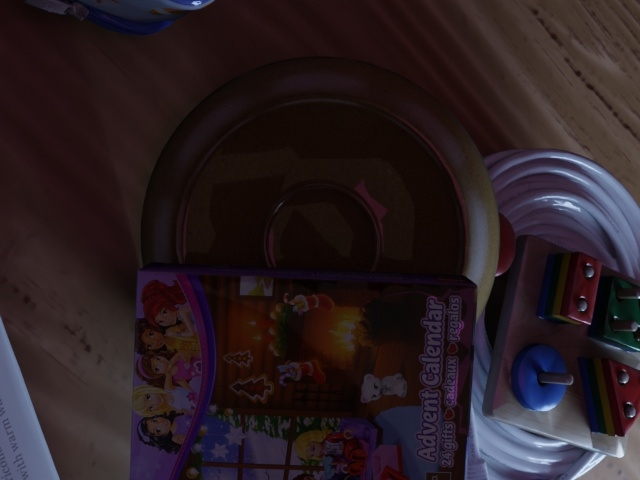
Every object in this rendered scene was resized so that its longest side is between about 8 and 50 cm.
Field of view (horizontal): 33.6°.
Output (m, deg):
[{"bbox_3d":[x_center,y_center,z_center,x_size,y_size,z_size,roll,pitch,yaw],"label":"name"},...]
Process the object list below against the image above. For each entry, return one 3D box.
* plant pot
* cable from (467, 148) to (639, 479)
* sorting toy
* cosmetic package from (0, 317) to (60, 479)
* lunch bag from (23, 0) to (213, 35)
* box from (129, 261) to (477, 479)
[{"bbox_3d":[0.000,0.000,0.681,0.236,0.032,0.237,0,95,0],"label":"plant pot"},{"bbox_3d":[0.154,0.059,0.812,0.257,0.089,0.257,-24,99,-30],"label":"cable"},{"bbox_3d":[0.197,0.079,0.756,0.274,0.046,0.132,21,76,-29],"label":"sorting toy"},{"bbox_3d":[-0.336,0.105,0.470,0.384,0.156,0.217,-20,98,-30],"label":"cosmetic package"},{"bbox_3d":[-0.116,-0.283,0.649,0.243,0.115,0.304,32,71,-29],"label":"lunch bag"},{"bbox_3d":[-0.014,0.164,0.648,0.200,0.057,0.294,2,94,-1],"label":"box"}]
